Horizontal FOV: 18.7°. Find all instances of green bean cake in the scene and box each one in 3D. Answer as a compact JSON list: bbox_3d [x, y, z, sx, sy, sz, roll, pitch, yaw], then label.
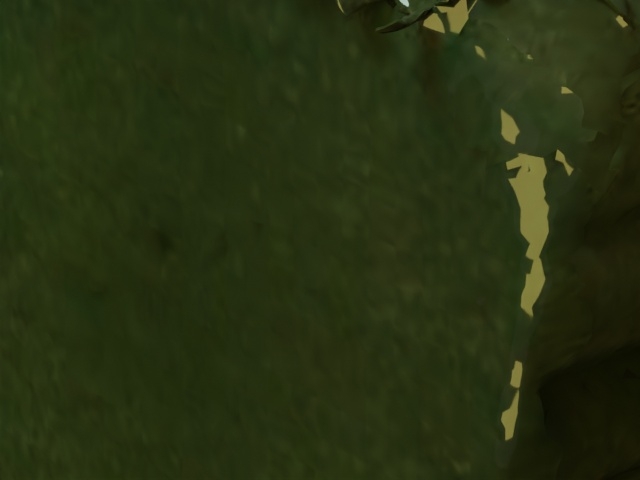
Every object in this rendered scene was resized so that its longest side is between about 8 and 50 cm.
[{"bbox_3d":[0.000,0.000,0.510,0.227,0.125,0.222,23,117,35],"label":"green bean cake"}]
